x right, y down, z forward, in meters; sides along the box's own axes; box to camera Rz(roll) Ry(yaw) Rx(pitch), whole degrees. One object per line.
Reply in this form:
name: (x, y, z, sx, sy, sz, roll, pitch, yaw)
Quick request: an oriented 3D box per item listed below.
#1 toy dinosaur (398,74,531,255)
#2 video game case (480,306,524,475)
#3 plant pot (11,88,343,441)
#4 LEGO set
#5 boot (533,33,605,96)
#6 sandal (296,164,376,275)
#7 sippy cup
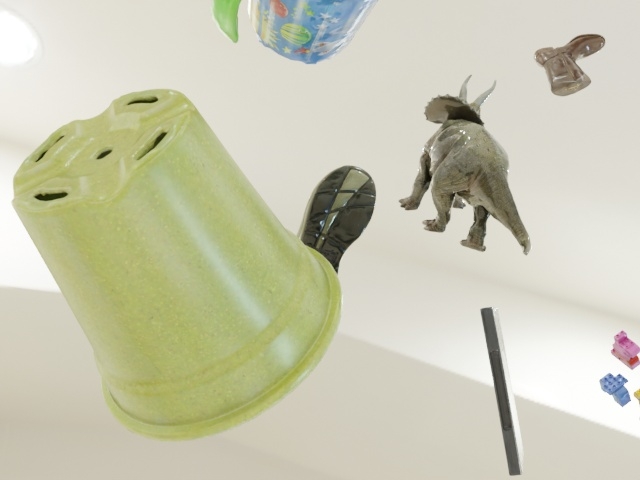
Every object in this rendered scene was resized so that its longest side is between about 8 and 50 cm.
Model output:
toy dinosaur: (0.179, -0.089, 0.989, 0.121, 0.313, 0.160, 5, -60, -8)
video game case: (0.319, 0.253, 1.375, 0.026, 0.274, 0.196, -11, -8, 14)
plant pot: (-0.150, 0.005, 0.760, 0.276, 0.276, 0.253, -15, -54, 14)
LEGO set: (0.495, 0.225, 1.185, 0.087, 0.227, 0.093, -36, -50, -7)
boot: (0.361, -0.243, 1.096, 0.107, 0.114, 0.037, -16, -55, 8)
sandal: (-0.002, 0.001, 1.423, 0.120, 0.302, 0.086, 25, -1, -20)
sippy cup: (-0.008, -0.385, 1.139, 0.306, 0.240, 0.224, 1, -26, -15)
